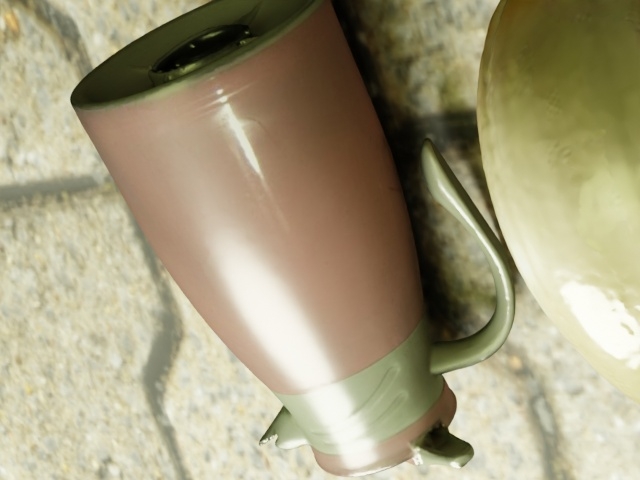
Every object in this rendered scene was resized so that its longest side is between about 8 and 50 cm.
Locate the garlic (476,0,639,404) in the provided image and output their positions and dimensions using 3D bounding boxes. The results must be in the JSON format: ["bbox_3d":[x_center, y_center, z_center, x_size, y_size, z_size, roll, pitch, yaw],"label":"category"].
[{"bbox_3d":[0.159,-0.017,0.712,0.145,0.164,0.245,-21,102,10],"label":"garlic"}]

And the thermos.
[{"bbox_3d":[0.000,0.000,0.846,0.176,0.146,0.265,-22,111,15],"label":"thermos"}]
